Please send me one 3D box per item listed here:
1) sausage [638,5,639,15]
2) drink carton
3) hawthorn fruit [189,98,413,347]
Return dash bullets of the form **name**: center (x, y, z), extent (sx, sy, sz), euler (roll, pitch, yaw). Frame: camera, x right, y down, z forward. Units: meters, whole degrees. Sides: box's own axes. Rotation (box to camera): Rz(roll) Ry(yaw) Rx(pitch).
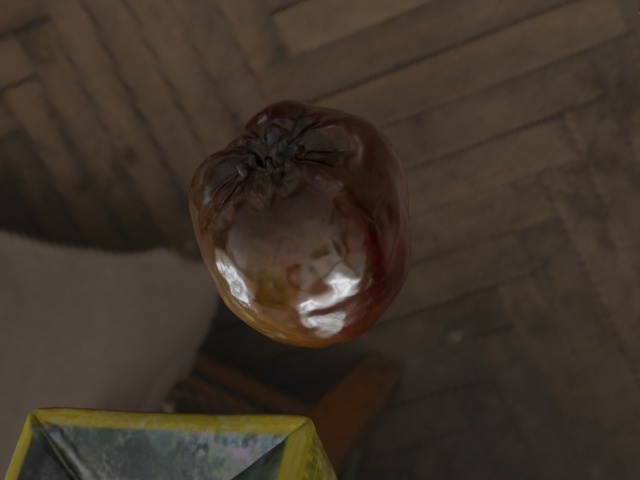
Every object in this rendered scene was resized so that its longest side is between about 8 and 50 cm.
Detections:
- **sausage**: center (0.385, -0.151, 1.615), extent (0.270, 0.109, 0.109), euler (20, 129, -25)
- **drink carton**: center (-0.006, 0.114, 0.437), extent (0.084, 0.075, 0.200), euler (-3, 142, 23)
- **hawthorn fruit**: center (0.000, 0.000, 1.748), extent (0.208, 0.208, 0.248), euler (-6, 140, 27)
